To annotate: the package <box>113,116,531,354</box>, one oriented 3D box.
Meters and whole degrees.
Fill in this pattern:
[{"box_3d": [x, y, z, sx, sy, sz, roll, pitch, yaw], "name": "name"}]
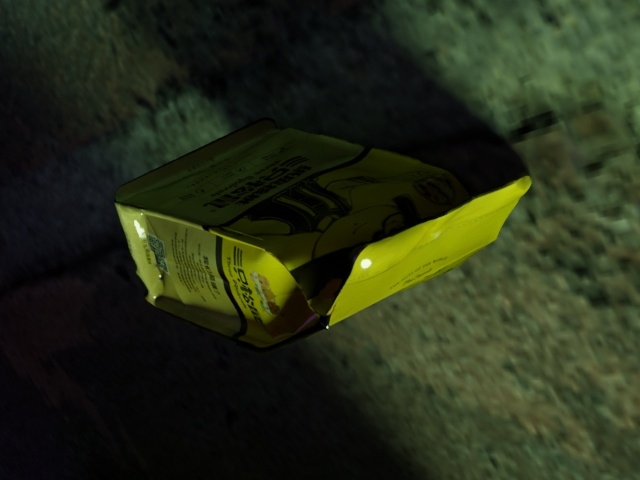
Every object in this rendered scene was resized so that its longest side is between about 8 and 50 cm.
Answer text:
[{"box_3d": [0.000, 0.000, 0.543, 0.131, 0.071, 0.047, 15, 123, 49], "name": "package"}]
